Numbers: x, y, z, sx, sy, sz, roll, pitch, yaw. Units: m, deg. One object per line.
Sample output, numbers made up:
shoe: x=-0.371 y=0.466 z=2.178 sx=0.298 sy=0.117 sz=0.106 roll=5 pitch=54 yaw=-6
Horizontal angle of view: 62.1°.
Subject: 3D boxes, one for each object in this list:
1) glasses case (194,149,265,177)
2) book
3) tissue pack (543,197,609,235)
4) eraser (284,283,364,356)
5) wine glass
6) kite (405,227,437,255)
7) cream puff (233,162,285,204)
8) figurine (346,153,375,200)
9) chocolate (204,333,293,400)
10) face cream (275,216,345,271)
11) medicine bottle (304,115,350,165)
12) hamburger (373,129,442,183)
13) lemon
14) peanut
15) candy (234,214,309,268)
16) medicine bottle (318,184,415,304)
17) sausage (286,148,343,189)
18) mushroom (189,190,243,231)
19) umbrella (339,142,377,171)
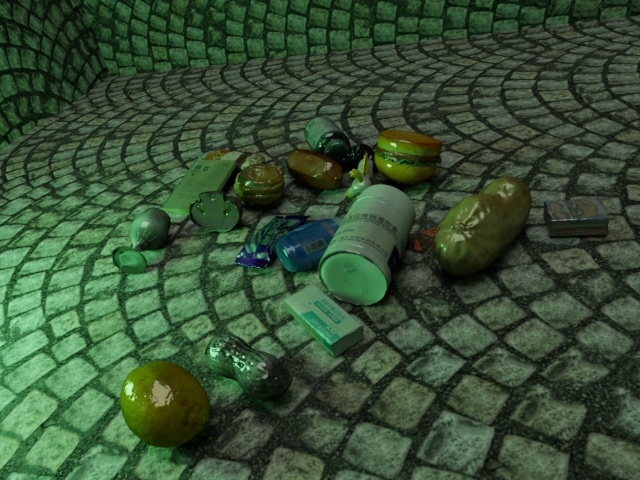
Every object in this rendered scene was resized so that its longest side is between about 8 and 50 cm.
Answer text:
glasses case: x=-0.374 y=-0.317 z=2.184 sx=0.321 sy=0.082 sz=0.122 roll=9 pitch=39 yaw=27
book: x=-0.467 y=-0.212 z=2.052 sx=0.215 sy=0.025 sz=0.282 roll=7 pitch=53 yaw=27
tissue pack: x=0.722 y=-0.066 z=1.505 sx=0.155 sy=0.065 sz=0.115 roll=-3 pitch=33 yaw=15
eraser: x=0.007 y=0.198 z=1.352 sx=0.096 sy=0.052 sz=0.225 roll=-30 pitch=39 yaw=-21
wine glass: x=-0.586 y=-0.006 z=1.763 sx=0.126 sy=0.126 sz=0.241 roll=-3 pitch=38 yaw=13
kite: x=0.294 y=0.009 z=1.581 sx=0.222 sy=0.008 sz=0.125 roll=-13 pitch=37 yaw=-1
cream puff: x=-0.222 y=-0.192 z=1.918 sx=0.189 sy=0.129 sz=0.189 roll=-1 pitch=37 yaw=1
figurine: x=0.154 y=-0.218 z=1.838 sx=0.109 sy=0.129 sz=0.178 roll=1 pitch=37 yaw=24
chocolate: x=-0.171 y=0.291 z=1.223 sx=0.248 sy=0.110 sz=0.110 roll=15 pitch=43 yaw=39
face cream: x=0.000 y=0.000 z=1.602 sx=0.264 sy=0.083 sz=0.149 roll=-23 pitch=55 yaw=-22
medicine bottle: x=0.032 y=-0.386 z=2.099 sx=0.141 sy=0.141 sz=0.293 roll=-16 pitch=31 yaw=-7
hamburger: x=0.300 y=-0.285 z=1.849 sx=0.246 sy=0.170 sz=0.246 roll=9 pitch=19 yaw=-3
lemon: x=-0.334 y=0.350 z=1.140 sx=0.170 sy=0.170 sz=0.207 roll=-35 pitch=46 yaw=-30
peanut: x=0.445 y=-0.050 z=1.454 sx=0.170 sy=0.192 sz=0.387 roll=15 pitch=42 yaw=45
candy: x=-0.154 y=-0.003 z=1.681 sx=0.145 sy=0.070 sz=0.275 roll=5 pitch=41 yaw=35
medicine bottle: x=0.138 y=0.002 z=1.469 sx=0.190 sy=0.190 sz=0.332 roll=5 pitch=39 yaw=23
sausage: x=-0.021 y=-0.260 z=1.955 sx=0.258 sy=0.133 sz=0.133 roll=23 pitch=47 yaw=37
mushroom: x=-0.351 y=-0.105 z=1.831 sx=0.188 sy=0.141 sz=0.117 roll=0 pitch=14 yaw=12
umbrella: x=0.192 y=-0.314 z=1.978 sx=0.272 sy=0.122 sz=0.110 roll=-20 pitch=56 yaw=-27
